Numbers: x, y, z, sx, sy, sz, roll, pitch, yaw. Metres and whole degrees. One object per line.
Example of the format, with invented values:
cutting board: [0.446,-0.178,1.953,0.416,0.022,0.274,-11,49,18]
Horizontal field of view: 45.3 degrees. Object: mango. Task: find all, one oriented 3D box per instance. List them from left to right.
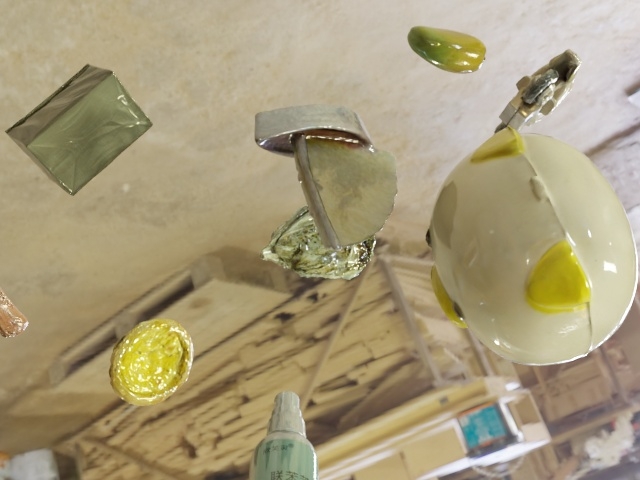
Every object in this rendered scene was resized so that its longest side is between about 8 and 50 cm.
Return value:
mango: [0.295,-0.450,1.794,0.195,0.130,0.092,20,123,-8]

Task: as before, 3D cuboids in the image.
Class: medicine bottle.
medicine bottle: [-0.058,0.369,1.210,0.110,0.352,0.110,0,118,0]

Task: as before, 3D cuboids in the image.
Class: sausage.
sausage: [-0.433,0.058,0.986,0.042,0.158,0.036,-37,-155,-28]

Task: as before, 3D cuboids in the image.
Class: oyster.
oyster: [0.000,0.000,1.861,0.268,0.198,0.112,20,168,-16]

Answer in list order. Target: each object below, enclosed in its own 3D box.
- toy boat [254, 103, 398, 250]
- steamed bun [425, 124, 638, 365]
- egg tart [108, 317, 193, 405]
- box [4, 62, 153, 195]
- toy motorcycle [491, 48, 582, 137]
toy boat: [0.031,-0.125,1.388,0.276,0.293,0.111,-20,165,-43]
steamed bun: [0.333,0.011,1.220,0.334,0.374,0.334,-13,147,-9]
egg tart: [-0.353,0.247,1.585,0.191,0.191,0.074,-1,-173,-35]
box: [-0.500,-0.232,1.599,0.231,0.149,0.155,-45,128,-15]
toy motorcycle: [0.538,-0.357,1.878,0.223,0.108,0.340,-40,172,-10]
